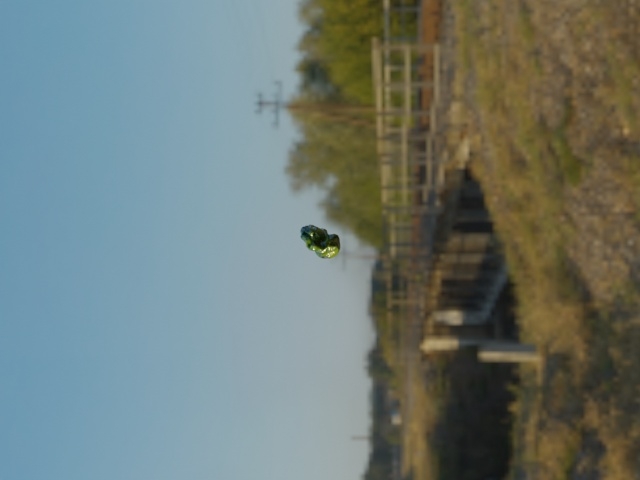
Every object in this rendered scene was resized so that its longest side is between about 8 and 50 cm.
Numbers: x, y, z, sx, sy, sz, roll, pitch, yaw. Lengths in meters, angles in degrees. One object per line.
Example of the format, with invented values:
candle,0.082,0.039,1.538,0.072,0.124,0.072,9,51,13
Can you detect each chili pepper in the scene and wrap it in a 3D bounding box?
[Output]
chili pepper,0.000,-0.002,1.279,0.091,0.030,0.034,31,-133,-79
